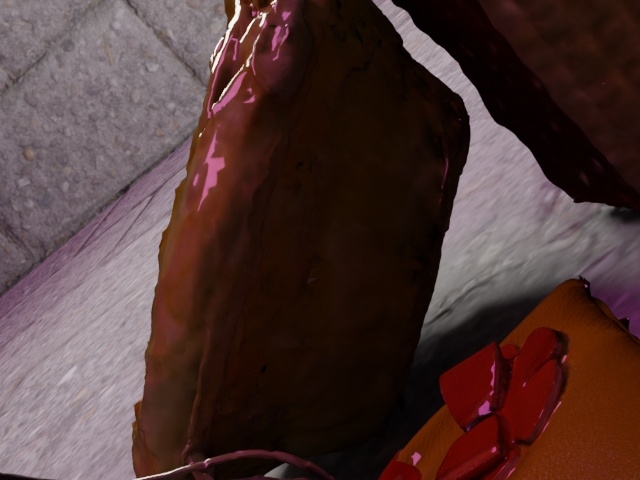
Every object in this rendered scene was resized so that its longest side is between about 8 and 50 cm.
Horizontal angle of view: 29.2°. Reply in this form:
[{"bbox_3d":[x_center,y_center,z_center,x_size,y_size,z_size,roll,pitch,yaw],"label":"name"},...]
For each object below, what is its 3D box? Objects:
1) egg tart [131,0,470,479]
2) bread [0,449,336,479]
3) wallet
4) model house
[{"bbox_3d":[0.000,0.000,0.655,0.341,0.132,0.341,13,-90,-84],"label":"egg tart"},{"bbox_3d":[-0.085,0.145,0.433,0.224,0.142,0.212,-15,-13,-7],"label":"bread"},{"bbox_3d":[0.081,0.098,0.401,0.141,0.067,0.241,-44,13,4],"label":"wallet"},{"bbox_3d":[0.159,-0.112,0.558,0.160,0.196,0.254,-43,14,1],"label":"model house"}]
